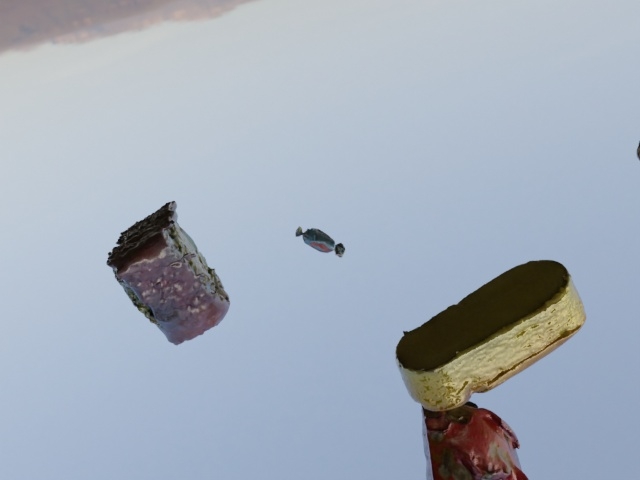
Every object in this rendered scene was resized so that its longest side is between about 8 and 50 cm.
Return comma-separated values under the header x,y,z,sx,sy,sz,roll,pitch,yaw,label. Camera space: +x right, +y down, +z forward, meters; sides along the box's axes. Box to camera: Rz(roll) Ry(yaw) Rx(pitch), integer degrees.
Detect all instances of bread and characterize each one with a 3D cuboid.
x,y,z,sx,sy,sz,roll,pitch,yaw,label
0.209,0.118,1.251,0.245,0.094,0.102,-30,-152,-10,bread

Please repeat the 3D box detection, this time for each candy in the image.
x,y,z,sx,sy,sz,roll,pitch,yaw,label
0.000,-0.001,1.520,0.020,0.083,0.030,-43,-154,46,candy

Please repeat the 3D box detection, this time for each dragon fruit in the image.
x,y,z,sx,sy,sz,roll,pitch,yaw,label
0.206,0.357,1.334,0.134,0.262,0.211,-4,-149,8,dragon fruit

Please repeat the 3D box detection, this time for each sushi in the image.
x,y,z,sx,sy,sz,roll,pitch,yaw,label
-0.180,0.052,1.246,0.107,0.161,0.241,-33,-167,-2,sushi

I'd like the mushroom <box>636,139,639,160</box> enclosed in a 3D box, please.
x,y,z,sx,sy,sz,roll,pitch,yaw,label
0.330,-0.069,0.877,0.109,0.126,0.085,-12,-119,-32,mushroom
